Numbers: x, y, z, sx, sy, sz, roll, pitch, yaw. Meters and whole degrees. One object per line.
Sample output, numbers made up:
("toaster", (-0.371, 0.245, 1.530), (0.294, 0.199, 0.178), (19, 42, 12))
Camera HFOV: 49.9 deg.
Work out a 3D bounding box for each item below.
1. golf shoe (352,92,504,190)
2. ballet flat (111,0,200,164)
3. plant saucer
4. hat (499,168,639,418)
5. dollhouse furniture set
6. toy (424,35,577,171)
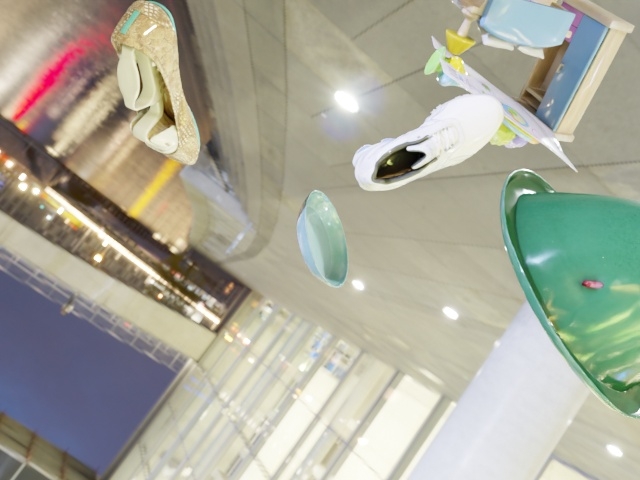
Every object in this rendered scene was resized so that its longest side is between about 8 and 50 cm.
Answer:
("golf shoe", (0.121, -0.098, 0.728), (0.069, 0.176, 0.086), (60, -176, -13))
("ballet flat", (-0.174, -0.143, 0.707), (0.073, 0.067, 0.206), (21, 144, 21))
("plant saucer", (0.000, 0.000, 0.823), (0.021, 0.119, 0.119), (-13, 146, 22))
("hat", (0.243, 0.004, 0.416), (0.183, 0.173, 0.208), (-31, 116, 35))
("dollhouse furniture set", (0.268, -0.316, 1.091), (0.303, 0.198, 0.286), (4, -145, -25))
("toy", (0.235, -0.173, 0.939), (0.237, 0.056, 0.137), (34, -151, -20))
